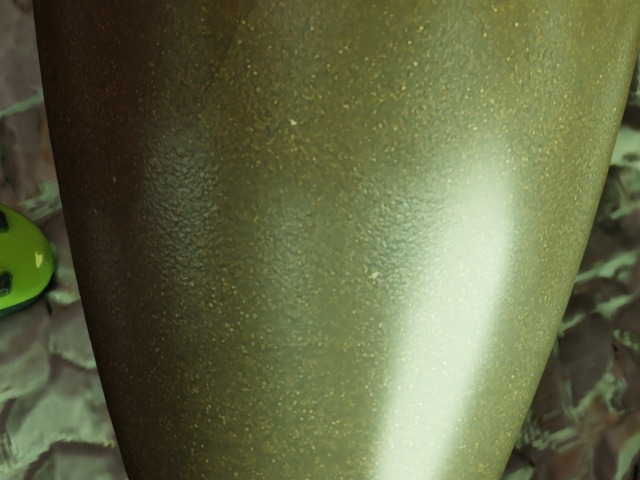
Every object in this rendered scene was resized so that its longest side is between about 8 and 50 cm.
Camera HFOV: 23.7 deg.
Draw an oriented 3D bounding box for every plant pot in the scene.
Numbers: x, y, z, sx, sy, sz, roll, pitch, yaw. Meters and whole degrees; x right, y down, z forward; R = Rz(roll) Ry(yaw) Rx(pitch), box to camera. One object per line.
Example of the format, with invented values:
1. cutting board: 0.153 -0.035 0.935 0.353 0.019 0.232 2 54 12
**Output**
1. plant pot: 0.000 0.000 0.529 0.215 0.215 0.230 5 94 10

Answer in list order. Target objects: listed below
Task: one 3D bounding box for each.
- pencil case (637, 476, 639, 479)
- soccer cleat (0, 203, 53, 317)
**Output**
1. pencil case: 0.140 0.115 0.524 0.095 0.098 0.209 27 84 13
2. soccer cleat: -0.200 0.013 0.621 0.178 0.072 0.060 -3 77 -13
